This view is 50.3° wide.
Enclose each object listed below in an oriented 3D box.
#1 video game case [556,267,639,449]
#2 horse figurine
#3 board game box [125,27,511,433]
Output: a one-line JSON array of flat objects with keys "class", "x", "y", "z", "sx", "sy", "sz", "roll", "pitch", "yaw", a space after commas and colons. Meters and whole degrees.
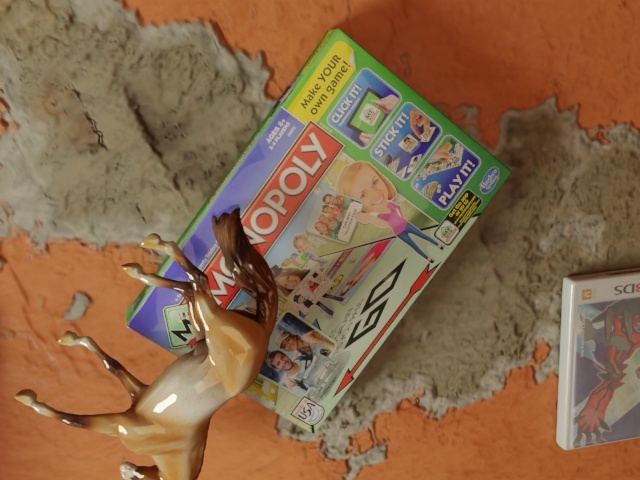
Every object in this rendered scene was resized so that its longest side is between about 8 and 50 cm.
[{"class": "video game case", "x": 0.353, "y": 0.127, "z": 0.759, "sx": 0.184, "sy": 0.023, "sz": 0.201, "roll": -6, "pitch": 105, "yaw": -11}, {"class": "horse figurine", "x": -0.120, "y": 0.102, "z": 0.575, "sx": 0.174, "sy": 0.066, "sz": 0.263, "roll": 39, "pitch": 96, "yaw": -13}, {"class": "board game box", "x": 0.000, "y": 0.000, "z": 0.634, "sx": 0.214, "sy": 0.046, "sz": 0.317, "roll": 34, "pitch": 95, "yaw": -19}]
